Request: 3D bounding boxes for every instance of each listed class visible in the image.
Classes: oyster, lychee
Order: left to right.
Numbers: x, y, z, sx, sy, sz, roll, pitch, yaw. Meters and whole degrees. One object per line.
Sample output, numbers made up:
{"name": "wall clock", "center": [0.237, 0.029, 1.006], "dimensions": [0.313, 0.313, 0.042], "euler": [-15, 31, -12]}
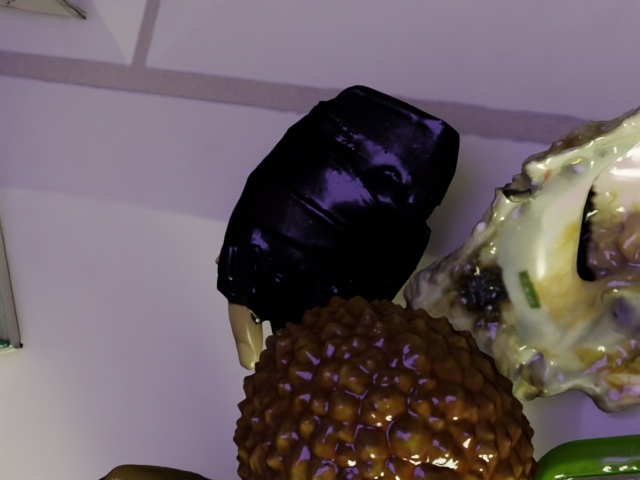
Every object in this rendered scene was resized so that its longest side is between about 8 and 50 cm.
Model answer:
{"name": "lychee", "center": [0.039, 0.142, 1.048], "dimensions": [0.200, 0.238, 0.200], "euler": [0, 48, 0]}
{"name": "oyster", "center": [0.222, 0.003, 1.069], "dimensions": [0.355, 0.107, 0.201], "euler": [-5, 108, 17]}

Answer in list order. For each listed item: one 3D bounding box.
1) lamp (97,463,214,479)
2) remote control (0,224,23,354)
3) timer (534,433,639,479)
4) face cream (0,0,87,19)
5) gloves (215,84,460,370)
{"name": "lamp", "center": [-0.102, 0.228, 1.108], "dimensions": [0.161, 0.185, 0.161], "euler": [-4, 79, 24]}
{"name": "remote control", "center": [-0.315, -0.032, 1.334], "dimensions": [0.103, 0.055, 0.277], "euler": [-20, 71, 18]}
{"name": "timer", "center": [0.200, 0.187, 1.058], "dimensions": [0.140, 0.047, 0.128], "euler": [-8, 76, 22]}
{"name": "face cream", "center": [-0.304, -0.224, 1.363], "dimensions": [0.244, 0.092, 0.058], "euler": [18, 81, 31]}
{"name": "gloves", "center": [0.000, 0.000, 1.161], "dimensions": [0.164, 0.124, 0.203], "euler": [23, 80, 45]}
